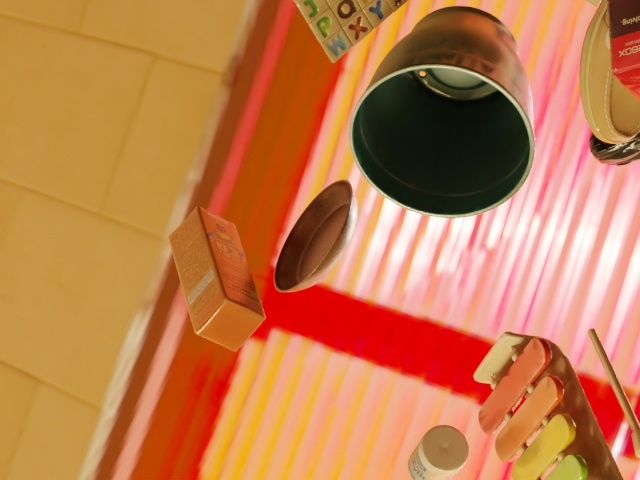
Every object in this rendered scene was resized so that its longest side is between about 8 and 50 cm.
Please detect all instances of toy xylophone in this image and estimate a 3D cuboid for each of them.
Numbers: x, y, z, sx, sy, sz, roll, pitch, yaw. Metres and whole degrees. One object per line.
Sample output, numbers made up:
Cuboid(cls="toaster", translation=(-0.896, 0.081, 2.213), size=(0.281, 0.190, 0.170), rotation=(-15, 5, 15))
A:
Cuboid(cls="toy xylophone", translation=(0.312, 0.250, 1.706), size=(0.081, 0.322, 0.236), rotation=(-3, -44, -24))

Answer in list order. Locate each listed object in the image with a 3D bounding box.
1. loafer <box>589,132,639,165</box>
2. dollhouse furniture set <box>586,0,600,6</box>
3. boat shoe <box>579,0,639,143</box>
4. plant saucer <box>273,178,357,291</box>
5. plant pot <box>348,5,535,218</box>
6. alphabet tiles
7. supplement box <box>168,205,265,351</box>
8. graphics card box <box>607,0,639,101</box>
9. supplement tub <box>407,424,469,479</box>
Cuboid(cls="loafer", translation=(0.534, -0.176, 2.083), size=(0.078, 0.223, 0.076), rotation=(30, -132, -46))
Cuboid(cls="dollhouse furniture set", translation=(0.561, -0.539, 2.413), size=(0.212, 0.242, 0.161), rotation=(-58, -1, -45))
Cuboid(cls="boat shoe", translation=(0.448, -0.297, 1.826), size=(0.122, 0.110, 0.341), rotation=(0, -76, -31))
Cuboid(cls="plant saucer", translation=(0.000, 0.000, 2.015), size=(0.036, 0.199, 0.198), rotation=(33, -104, -20))
Cuboid(cls="plant pot", translation=(0.201, -0.216, 2.009), size=(0.255, 0.272, 0.271), rotation=(-71, -24, -49))
Cuboid(cls="alphabet tiles", translation=(0.063, -0.397, 1.885), size=(0.237, 0.009, 0.198), rotation=(-41, -49, -6))
Cuboid(cls="supplement box", translation=(-0.152, 0.051, 1.910), size=(0.078, 0.233, 0.080), rotation=(28, -68, -33))
Cuboid(cls="graphics card box", translation=(0.393, -0.335, 1.280), size=(0.094, 0.233, 0.370), rotation=(25, -120, -50))
Cuboid(cls="supplement tub", translation=(0.166, 0.308, 1.870), size=(0.071, 0.071, 0.107), rotation=(-54, -10, -25))
